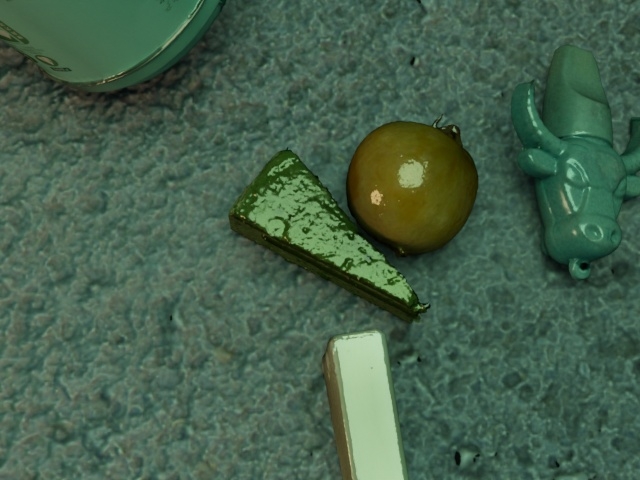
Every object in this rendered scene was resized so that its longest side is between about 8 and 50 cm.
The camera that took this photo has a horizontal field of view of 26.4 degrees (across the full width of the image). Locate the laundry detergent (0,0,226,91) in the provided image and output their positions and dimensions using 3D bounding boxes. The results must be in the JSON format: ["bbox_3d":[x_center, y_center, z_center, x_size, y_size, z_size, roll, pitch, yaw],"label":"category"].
[{"bbox_3d":[-0.257,-0.323,1.410,0.287,0.305,0.287,-14,61,28],"label":"laundry detergent"}]

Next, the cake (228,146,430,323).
[{"bbox_3d":[0.003,0.020,1.462,0.099,0.100,0.235,-40,81,-11],"label":"cake"}]

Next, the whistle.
[{"bbox_3d":[0.286,-0.087,1.516,0.186,0.093,0.274,12,70,-28],"label":"whistle"}]

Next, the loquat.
[{"bbox_3d":[0.099,-0.059,1.467,0.163,0.137,0.163,-8,102,-42],"label":"loquat"}]

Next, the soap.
[{"bbox_3d":[0.046,0.192,1.407,0.064,0.121,0.183,-8,77,-5],"label":"soap"}]
